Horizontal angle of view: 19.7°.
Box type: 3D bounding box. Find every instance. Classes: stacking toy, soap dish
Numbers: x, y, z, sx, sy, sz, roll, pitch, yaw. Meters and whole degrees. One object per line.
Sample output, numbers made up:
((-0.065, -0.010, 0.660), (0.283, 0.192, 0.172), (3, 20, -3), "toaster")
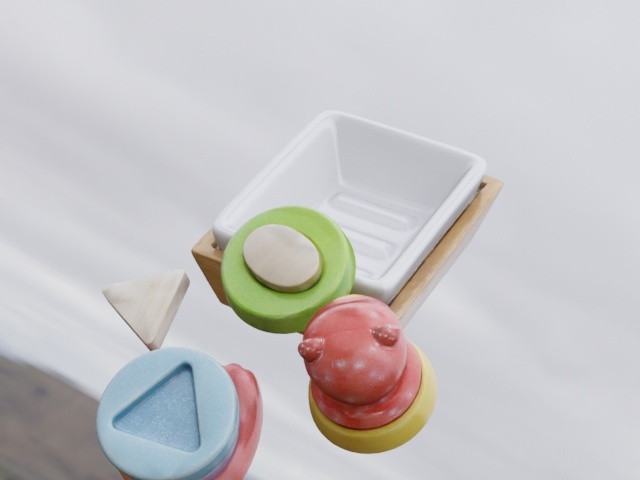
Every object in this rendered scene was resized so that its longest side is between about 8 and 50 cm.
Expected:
((-0.076, 0.083, 1.690), (0.130, 0.309, 0.279), (67, 2, -58), "stacking toy")
((0.033, -0.007, 1.940), (0.229, 0.291, 0.118), (19, -51, 20), "soap dish")
